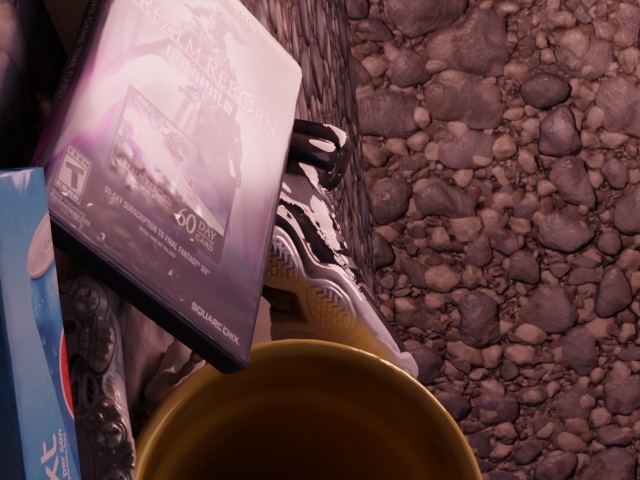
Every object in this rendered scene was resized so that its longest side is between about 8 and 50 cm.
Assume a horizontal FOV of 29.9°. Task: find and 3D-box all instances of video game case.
[{"bbox_3d":[-0.094,-0.074,0.810,0.196,0.026,0.274,43,43,-38],"label":"video game case"}]

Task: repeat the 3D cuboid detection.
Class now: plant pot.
[{"bbox_3d":[-0.026,0.232,0.888,0.239,0.254,0.254,110,-18,-62],"label":"plant pot"}]

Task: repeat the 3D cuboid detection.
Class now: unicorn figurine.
[{"bbox_3d":[-0.102,0.095,0.973,0.060,0.111,0.162,49,38,0],"label":"unicorn figurine"}]

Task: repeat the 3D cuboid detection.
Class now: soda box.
[{"bbox_3d":[-0.167,0.071,0.590,0.071,0.067,0.210,-39,125,-79],"label":"soda box"}]

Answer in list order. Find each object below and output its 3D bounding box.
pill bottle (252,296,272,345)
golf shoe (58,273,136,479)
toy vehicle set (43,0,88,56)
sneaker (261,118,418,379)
[{"bbox_3d":[-0.017,0.111,1.234,0.265,0.153,0.153,55,32,-72],"label":"pill bottle"},{"bbox_3d":[-0.141,0.112,0.743,0.086,0.069,0.176,71,17,-78],"label":"golf shoe"},{"bbox_3d":[-0.158,-0.199,0.878,0.267,0.035,0.166,75,14,-50],"label":"toy vehicle set"},{"bbox_3d":[0.000,0.000,0.962,0.268,0.101,0.153,46,48,-13],"label":"sneaker"}]
